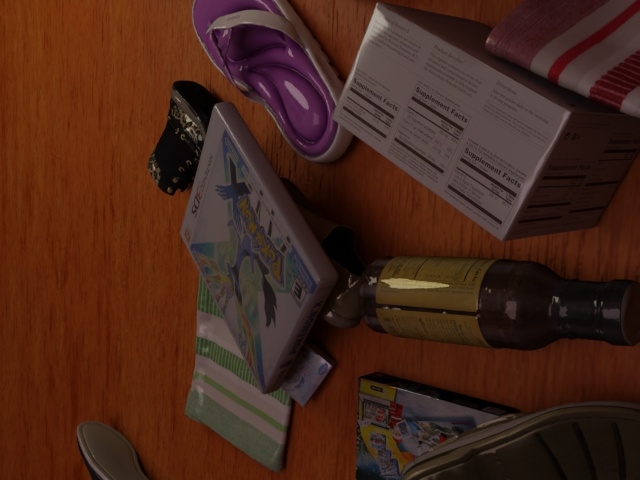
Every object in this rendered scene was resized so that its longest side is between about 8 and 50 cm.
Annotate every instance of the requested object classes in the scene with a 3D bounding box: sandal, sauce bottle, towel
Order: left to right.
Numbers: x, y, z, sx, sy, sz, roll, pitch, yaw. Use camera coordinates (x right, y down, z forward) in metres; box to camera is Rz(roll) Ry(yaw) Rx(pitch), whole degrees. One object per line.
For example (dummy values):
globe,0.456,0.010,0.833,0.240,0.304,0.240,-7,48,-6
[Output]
towel,-0.134,0.190,1.330,0.248,0.038,0.324,20,108,40
sandal,-0.094,-0.280,1.196,0.416,0.102,0.169,47,124,30
sauce bottle,0.204,0.076,0.944,0.344,0.111,0.111,3,97,43
towel,0.345,-0.189,0.704,0.329,0.237,0.037,38,163,40

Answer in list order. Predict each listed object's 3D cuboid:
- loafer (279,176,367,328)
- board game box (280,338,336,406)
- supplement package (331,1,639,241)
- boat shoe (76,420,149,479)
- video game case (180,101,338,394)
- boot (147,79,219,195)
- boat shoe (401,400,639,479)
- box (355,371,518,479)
loafer,0.000,0.000,1.143,0.092,0.102,0.268,-47,61,26
board game box,-0.035,0.194,1.221,0.090,0.020,0.090,39,113,13
supplement package,0.187,-0.135,0.872,0.262,0.204,0.145,41,122,33
boat shoe,-0.397,0.482,1.560,0.302,0.114,0.091,42,115,33
video game case,-0.108,0.016,1.166,0.329,0.036,0.300,58,145,27
boot,-0.202,-0.132,1.335,0.236,0.085,0.178,53,131,26
boat shoe,0.235,0.240,0.904,0.302,0.103,0.113,-17,97,13
box,0.149,0.279,1.063,0.233,0.044,0.159,8,100,43
